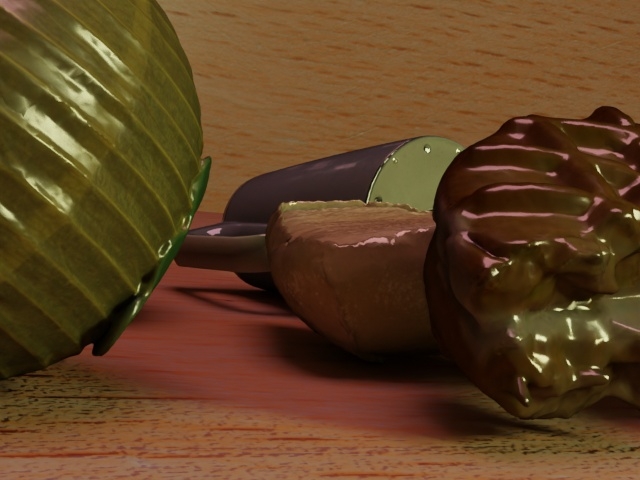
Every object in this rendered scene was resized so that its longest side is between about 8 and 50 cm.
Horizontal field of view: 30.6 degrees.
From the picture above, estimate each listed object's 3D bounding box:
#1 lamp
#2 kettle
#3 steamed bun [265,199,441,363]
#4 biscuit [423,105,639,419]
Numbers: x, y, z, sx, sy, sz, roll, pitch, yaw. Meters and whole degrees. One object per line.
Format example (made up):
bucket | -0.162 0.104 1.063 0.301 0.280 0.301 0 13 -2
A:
lamp | -0.167 -0.073 0.575 0.250 0.284 0.250 27 -14 7
kettle | 0.000 0.000 1.037 0.210 0.160 0.243 -18 11 -39
steamed bun | 0.070 0.031 0.812 0.212 0.110 0.231 -1 10 -5
biscuit | 0.234 0.019 0.660 0.366 0.115 0.268 11 27 -6
